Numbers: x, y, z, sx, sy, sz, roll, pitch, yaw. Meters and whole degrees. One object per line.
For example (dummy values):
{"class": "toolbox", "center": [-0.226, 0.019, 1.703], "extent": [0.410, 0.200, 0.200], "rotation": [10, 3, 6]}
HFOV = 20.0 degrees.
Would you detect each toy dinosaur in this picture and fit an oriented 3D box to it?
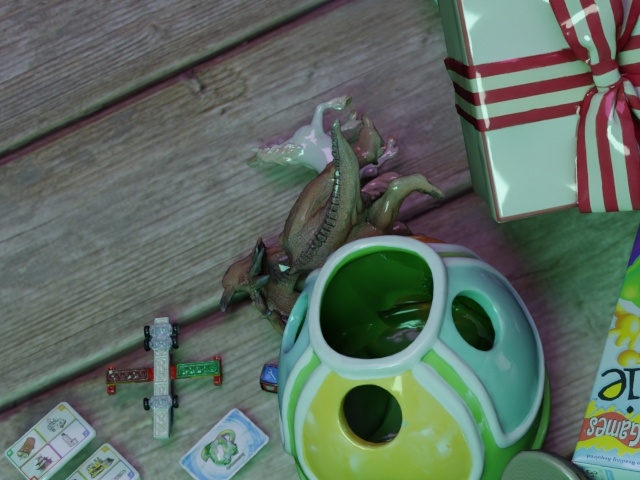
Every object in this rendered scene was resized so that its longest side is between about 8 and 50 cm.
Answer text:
{"class": "toy dinosaur", "center": [0.000, 0.000, 1.680], "extent": [0.200, 0.296, 0.127], "rotation": [-37, 78, -11]}

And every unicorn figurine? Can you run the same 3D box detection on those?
{"class": "unicorn figurine", "center": [0.005, -0.092, 1.851], "extent": [0.111, 0.060, 0.162], "rotation": [-40, 52, -14]}

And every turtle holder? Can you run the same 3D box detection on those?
{"class": "turtle holder", "center": [0.057, 0.140, 1.547], "extent": [0.243, 0.227, 0.320], "rotation": [21, 62, 30]}

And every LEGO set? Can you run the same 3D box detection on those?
{"class": "LEGO set", "center": [-0.149, 0.183, 1.717], "extent": [0.244, 0.060, 0.182], "rotation": [-43, 65, -15]}

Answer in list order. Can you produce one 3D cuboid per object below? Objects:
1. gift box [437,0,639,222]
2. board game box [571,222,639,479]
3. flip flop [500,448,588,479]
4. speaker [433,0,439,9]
{"class": "gift box", "center": [0.250, -0.167, 1.598], "extent": [0.276, 0.255, 0.258], "rotation": [-16, 8, 2]}
{"class": "board game box", "center": [0.322, 0.115, 1.533], "extent": [0.142, 0.144, 0.275], "rotation": [6, 55, 23]}
{"class": "flip flop", "center": [0.148, 0.302, 1.426], "extent": [0.112, 0.080, 0.277], "rotation": [18, 88, 36]}
{"class": "speaker", "center": [0.191, -0.241, 1.863], "extent": [0.131, 0.131, 0.296], "rotation": [-25, 50, -1]}
